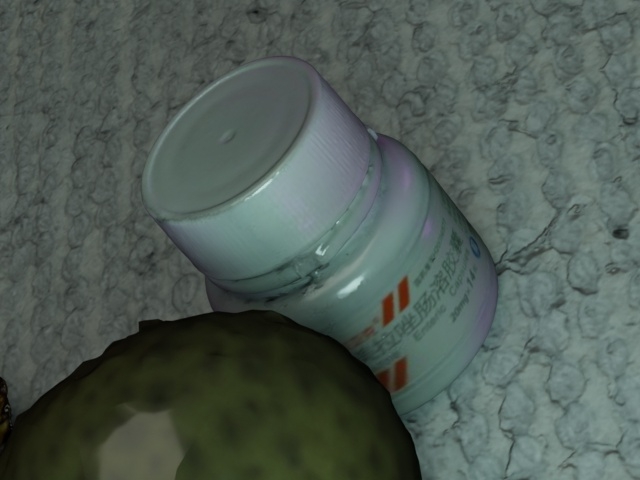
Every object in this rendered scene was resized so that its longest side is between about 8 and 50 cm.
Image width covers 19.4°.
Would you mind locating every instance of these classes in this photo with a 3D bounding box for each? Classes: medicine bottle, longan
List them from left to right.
[{"bbox_3d":[-0.098,0.246,1.614,0.391,0.391,0.391,-25,38,22],"label":"longan"},{"bbox_3d":[0.000,0.000,1.844,0.256,0.325,0.256,-24,39,21],"label":"medicine bottle"}]

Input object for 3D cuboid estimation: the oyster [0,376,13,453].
[{"bbox_3d":[-0.509,0.278,2.226,0.361,0.096,0.221,-36,40,7],"label":"oyster"}]
